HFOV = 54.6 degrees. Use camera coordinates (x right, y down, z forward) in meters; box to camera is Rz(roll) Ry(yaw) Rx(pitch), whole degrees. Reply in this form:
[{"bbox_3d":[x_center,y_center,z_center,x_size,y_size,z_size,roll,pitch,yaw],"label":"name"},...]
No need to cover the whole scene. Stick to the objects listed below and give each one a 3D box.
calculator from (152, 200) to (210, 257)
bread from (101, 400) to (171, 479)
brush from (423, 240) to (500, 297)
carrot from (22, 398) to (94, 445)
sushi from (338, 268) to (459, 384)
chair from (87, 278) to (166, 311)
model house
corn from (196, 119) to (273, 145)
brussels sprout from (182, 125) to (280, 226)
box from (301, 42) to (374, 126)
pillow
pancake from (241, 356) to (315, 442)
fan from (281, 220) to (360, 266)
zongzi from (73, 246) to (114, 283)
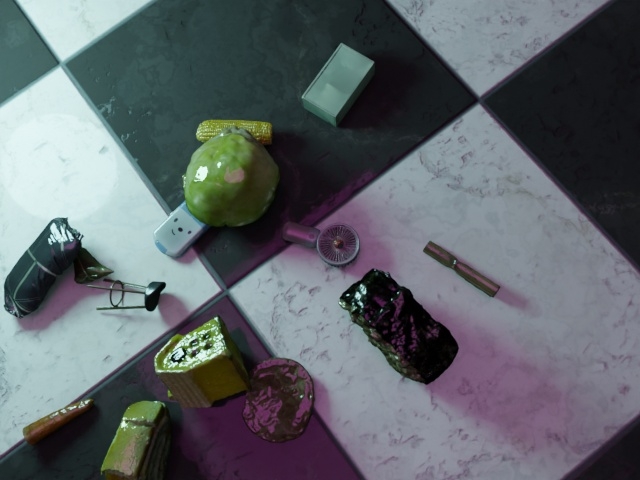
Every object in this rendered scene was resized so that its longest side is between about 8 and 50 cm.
[{"bbox_3d":[-0.423,-0.043,1.929,0.121,0.039,0.210,43,82,12],"label":"calculator"},{"bbox_3d":[-0.493,0.566,1.704,0.124,0.186,0.257,6,68,10],"label":"bread"},{"bbox_3d":[0.413,0.086,1.833,0.248,0.036,0.043,34,76,19],"label":"brush"},{"bbox_3d":[-0.756,0.518,1.806,0.210,0.061,0.061,-29,75,-7],"label":"carrot"},{"bbox_3d":[0.214,0.243,1.719,0.171,0.211,0.350,-42,85,-13],"label":"sushi"},{"bbox_3d":[-0.575,0.167,1.865,0.222,0.104,0.095,1,101,9],"label":"chair"},{"bbox_3d":[-0.332,0.359,1.714,0.234,0.193,0.174,-27,42,-6],"label":"model house"},{"bbox_3d":[-0.269,-0.343,1.973,0.249,0.081,0.081,2,76,6],"label":"corn"},{"bbox_3d":[-0.258,-0.182,1.859,0.274,0.242,0.316,19,70,25],"label":"brussels sprout"},{"bbox_3d":[0.059,-0.494,1.982,0.129,0.086,0.225,33,81,11],"label":"box"},{"bbox_3d":[-0.848,0.082,1.884,0.335,0.092,0.161,-49,60,4],"label":"pillow"},{"bbox_3d":[-0.122,0.455,1.775,0.223,0.042,0.236,-17,78,-1],"label":"pancake"},{"bbox_3d":[0.000,0.000,1.865,0.244,0.074,0.130,15,78,9],"label":"fan"},{"bbox_3d":[-0.700,0.050,1.912,0.131,0.062,0.154,-19,68,12],"label":"zongzi"}]
